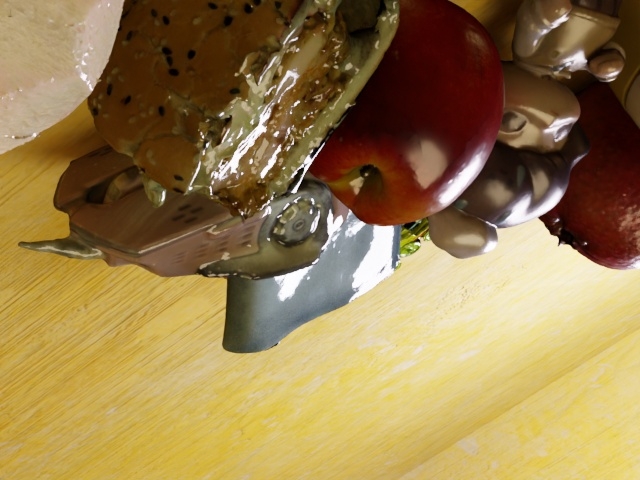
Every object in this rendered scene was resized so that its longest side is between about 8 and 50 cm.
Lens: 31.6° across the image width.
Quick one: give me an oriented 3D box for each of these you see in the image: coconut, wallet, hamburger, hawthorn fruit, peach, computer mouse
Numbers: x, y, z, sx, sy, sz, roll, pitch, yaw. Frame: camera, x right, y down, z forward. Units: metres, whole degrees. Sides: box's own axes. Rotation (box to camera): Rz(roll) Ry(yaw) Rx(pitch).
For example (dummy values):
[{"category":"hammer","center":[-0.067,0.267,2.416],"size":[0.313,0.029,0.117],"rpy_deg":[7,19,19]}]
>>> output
[{"category":"coconut","center":[-0.238,-0.167,0.769],"size":[0.224,0.224,0.234],"rpy_deg":[-34,143,13]},{"category":"wallet","center":[0.001,0.001,1.417],"size":[0.290,0.054,0.251],"rpy_deg":[-29,145,-28]},{"category":"hamburger","center":[-0.079,-0.158,1.005],"size":[0.288,0.192,0.167],"rpy_deg":[-57,158,2]},{"category":"hawthorn fruit","center":[0.434,-0.110,1.559],"size":[0.307,0.265,0.265],"rpy_deg":[-47,158,-9]},{"category":"peach","center":[0.087,-0.136,1.155],"size":[0.243,0.199,0.243],"rpy_deg":[-47,146,-46]},{"category":"computer mouse","center":[-0.127,-0.055,1.159],"size":[0.389,0.199,0.115],"rpy_deg":[-10,130,-36]}]

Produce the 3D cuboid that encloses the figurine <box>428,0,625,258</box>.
[{"category":"figurine","center":[0.251,-0.165,1.291],"size":[0.218,0.206,0.365],"rpy_deg":[-13,152,-48]}]

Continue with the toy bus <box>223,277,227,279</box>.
[{"category":"toy bus","center":[-0.079,0.020,1.468],"size":[0.162,0.074,0.069],"rpy_deg":[1,142,-46]}]

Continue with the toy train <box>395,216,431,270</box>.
[{"category":"toy train","center":[0.149,-0.037,1.623],"size":[0.085,0.053,0.250],"rpy_deg":[10,136,-46]}]

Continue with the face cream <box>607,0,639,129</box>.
[{"category":"face cream","center":[0.447,-0.244,1.372],"size":[0.218,0.179,0.218],"rpy_deg":[-23,155,-11]}]
